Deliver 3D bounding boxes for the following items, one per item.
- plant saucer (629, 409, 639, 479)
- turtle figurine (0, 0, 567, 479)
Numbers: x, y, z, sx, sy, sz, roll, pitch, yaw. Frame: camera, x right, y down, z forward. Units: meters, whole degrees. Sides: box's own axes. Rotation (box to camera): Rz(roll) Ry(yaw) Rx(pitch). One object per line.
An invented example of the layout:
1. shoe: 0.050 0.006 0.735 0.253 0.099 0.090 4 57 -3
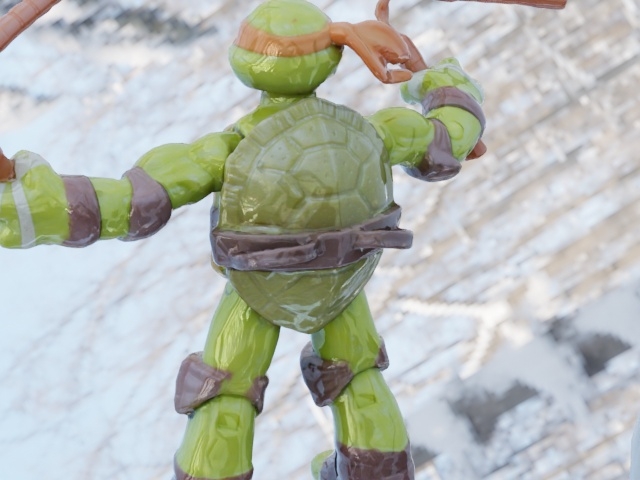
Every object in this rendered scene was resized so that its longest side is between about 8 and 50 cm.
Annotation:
1. plant saucer: 0.192 0.191 0.347 0.400 0.100 0.400 159 90 -85
2. turtle figurine: 0.000 0.000 0.650 0.269 0.087 0.217 -14 -68 -35
